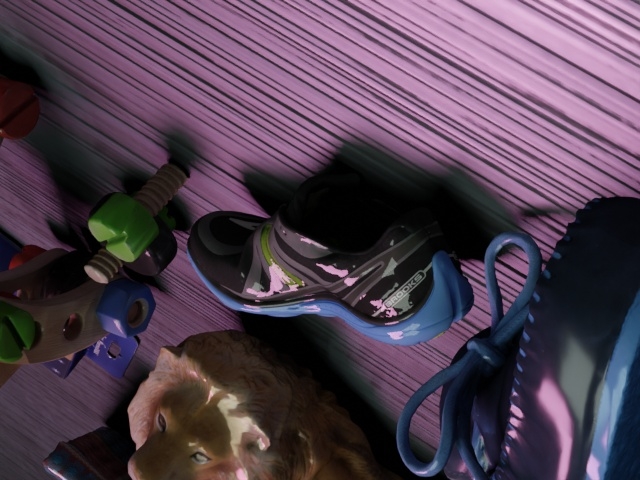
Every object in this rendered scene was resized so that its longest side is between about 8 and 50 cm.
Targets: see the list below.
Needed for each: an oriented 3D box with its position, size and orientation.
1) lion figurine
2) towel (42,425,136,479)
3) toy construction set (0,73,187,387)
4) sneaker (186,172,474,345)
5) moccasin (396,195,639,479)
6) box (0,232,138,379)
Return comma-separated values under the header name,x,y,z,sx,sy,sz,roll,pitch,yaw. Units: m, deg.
name,x,y,z,sx,sy,sz,roll,pitch,yaw
lion figurine,0.042,0.212,0.902,0.392,0.142,0.240,24,129,-3
towel,-0.074,0.292,1.191,0.370,0.040,0.271,38,175,1
toy construction set,-0.274,0.018,0.844,0.309,0.237,0.257,34,155,10
sneaker,0.000,0.000,0.675,0.188,0.067,0.078,9,121,49
moccasin,0.098,0.091,0.599,0.117,0.138,0.342,31,154,24
box,-0.255,0.043,1.102,0.225,0.036,0.136,37,155,0
